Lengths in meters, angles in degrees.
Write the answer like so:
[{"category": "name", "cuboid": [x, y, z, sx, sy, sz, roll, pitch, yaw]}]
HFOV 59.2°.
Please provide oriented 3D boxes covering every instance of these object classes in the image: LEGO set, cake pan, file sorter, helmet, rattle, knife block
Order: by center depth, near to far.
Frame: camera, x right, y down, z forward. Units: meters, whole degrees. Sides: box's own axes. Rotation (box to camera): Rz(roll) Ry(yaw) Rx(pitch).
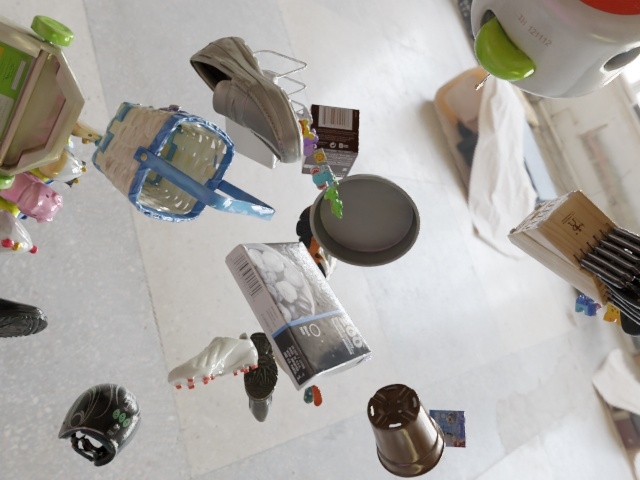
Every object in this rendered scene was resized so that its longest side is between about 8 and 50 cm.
[{"category": "knife block", "cuboid": [0.440, 0.040, 0.895, 0.242, 0.088, 0.276, 47, 0, 5]}, {"category": "LEGO set", "cuboid": [0.661, 0.131, 1.274, 0.087, 0.227, 0.093, -5, 99, -21]}, {"category": "helmet", "cuboid": [-0.490, 0.404, 1.276, 0.169, 0.169, 0.161, 46, 26, -19]}, {"category": "cake pan", "cuboid": [0.120, -0.058, 1.507, 0.293, 0.293, 0.054, 44, 31, -21]}, {"category": "rattle", "cuboid": [-0.031, 0.326, 1.519, 0.199, 0.130, 0.143, 46, 37, 6]}, {"category": "file sorter", "cuboid": [-0.153, -0.390, 1.638, 0.193, 0.277, 0.173, 28, 44, 28]}]

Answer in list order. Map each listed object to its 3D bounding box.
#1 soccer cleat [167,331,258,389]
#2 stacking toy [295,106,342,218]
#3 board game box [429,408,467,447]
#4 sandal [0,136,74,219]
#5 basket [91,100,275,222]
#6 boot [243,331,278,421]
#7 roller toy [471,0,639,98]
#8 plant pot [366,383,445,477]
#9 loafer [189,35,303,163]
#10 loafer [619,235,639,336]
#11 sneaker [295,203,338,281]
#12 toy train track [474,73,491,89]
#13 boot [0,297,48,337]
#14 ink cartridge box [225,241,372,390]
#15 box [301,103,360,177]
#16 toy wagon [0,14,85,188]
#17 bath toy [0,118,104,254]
[{"category": "soccer cleat", "cuboid": [-0.194, 0.212, 1.002, 0.196, 0.068, 0.076, -2, 65, -52]}, {"category": "stacking toy", "cuboid": [-0.012, -0.166, 1.175, 0.167, 0.052, 0.221, -93, 160, -68]}, {"category": "board game box", "cuboid": [0.321, 0.474, 1.423, 0.020, 0.090, 0.090, 29, 58, -66]}, {"category": "sandal", "cuboid": [-0.755, -0.157, 1.457, 0.126, 0.317, 0.138, 43, 2, -5]}, {"category": "basket", "cuboid": [-0.239, -0.122, 1.016, 0.289, 0.201, 0.255, 35, 5, 14]}, {"category": "boot", "cuboid": [-0.135, 0.330, 1.236, 0.076, 0.208, 0.189, 8, 35, -6]}, {"category": "roller toy", "cuboid": [0.275, -0.268, 0.605, 0.191, 0.146, 0.209, 10, 74, -4]}, {"category": "plant pot", "cuboid": [0.188, 0.430, 1.306, 0.167, 0.167, 0.165, -69, 144, -46]}, {"category": "loafer", "cuboid": [-0.130, -0.239, 0.978, 0.112, 0.112, 0.319, -23, 54, -17]}, {"category": "loafer", "cuboid": [0.540, 0.078, 0.942, 0.061, 0.062, 0.169, 11, 81, -20]}, {"category": "sneaker", "cuboid": [0.000, 0.000, 1.733, 0.121, 0.099, 0.262, -41, 135, -49]}, {"category": "toy train track", "cuboid": [0.345, -0.343, 1.150, 0.014, 0.083, 0.048, 52, 21, 22]}, {"category": "boot", "cuboid": [-0.726, 0.102, 1.217, 0.247, 0.094, 0.207, 3, 53, -30]}, {"category": "ink cartridge box", "cuboid": [-0.014, 0.094, 0.813, 0.208, 0.045, 0.206, -2, 55, -58]}, {"category": "box", "cuboid": [0.031, -0.329, 1.886, 0.169, 0.203, 0.166, 4, 73, -8]}, {"category": "toy wagon", "cuboid": [-0.521, -0.233, 0.787, 0.345, 0.267, 0.068, 22, 21, -31]}, {"category": "bath toy", "cuboid": [-0.595, -0.106, 1.198, 0.129, 0.348, 0.151, 35, 3, -26]}]
